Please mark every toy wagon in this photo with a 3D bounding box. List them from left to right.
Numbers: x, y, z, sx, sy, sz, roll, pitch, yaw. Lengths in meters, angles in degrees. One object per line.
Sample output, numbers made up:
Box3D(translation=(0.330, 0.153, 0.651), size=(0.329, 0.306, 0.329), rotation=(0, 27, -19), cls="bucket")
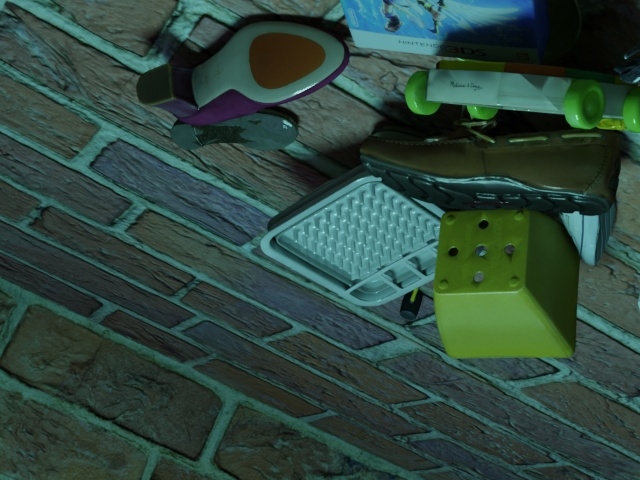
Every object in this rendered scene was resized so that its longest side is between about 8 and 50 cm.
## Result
Box3D(translation=(0.287, -0.179, 1.396), size=(0.344, 0.068, 0.267), rotation=(-2, -170, -42), cls="toy wagon")

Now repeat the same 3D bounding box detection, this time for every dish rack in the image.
Box3D(translation=(0.089, -0.015, 1.913), size=(0.286, 0.072, 0.333), rotation=(-29, 141, 30), cls="dish rack")

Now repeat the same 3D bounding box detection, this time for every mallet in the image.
Box3D(translation=(0.191, 0.101, 2.229), size=(0.039, 0.062, 0.189), rotation=(17, 156, 5), cls="mallet")

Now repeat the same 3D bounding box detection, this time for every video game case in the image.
Box3D(translation=(0.132, -0.314, 1.282), size=(0.244, 0.061, 0.269), rotation=(10, 155, 21), cls="video game case")

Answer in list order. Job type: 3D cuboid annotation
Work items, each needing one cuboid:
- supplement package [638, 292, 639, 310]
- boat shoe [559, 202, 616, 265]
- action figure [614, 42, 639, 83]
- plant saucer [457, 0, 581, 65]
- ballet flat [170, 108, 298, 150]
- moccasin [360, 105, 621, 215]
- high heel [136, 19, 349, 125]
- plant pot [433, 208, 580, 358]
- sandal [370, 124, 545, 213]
Box3D(translation=(0.552, 0.046, 1.663), size=(0.105, 0.179, 0.105), rotation=(8, 154, 29), cls="supplement package")
Box3D(translation=(0.409, -0.051, 1.720), size=(0.076, 0.083, 0.226), rotation=(23, 148, 26), cls="boat shoe")
Box3D(translation=(0.448, -0.205, 1.265), size=(0.276, 0.140, 0.164), rotation=(20, 165, -41), cls="action figure")
Box3D(translation=(0.207, -0.300, 1.377), size=(0.241, 0.037, 0.241), rotation=(18, 157, 8), cls="plant saucer")
Box3D(translation=(-0.144, -0.194, 1.887), size=(0.250, 0.058, 0.084), rotation=(-1, 127, 30), cls="ballet flat")
Box3D(translation=(0.243, -0.126, 1.621), size=(0.380, 0.147, 0.139), rotation=(3, 165, 27), cls="moccasin")
Box3D(translation=(-0.088, -0.251, 1.698), size=(0.377, 0.127, 0.181), rotation=(-1, 177, 33), cls="high heel")
Box3D(translation=(0.279, 0.054, 1.749), size=(0.212, 0.212, 0.187), rotation=(-4, 153, 26), cls="plant pot")
Box3D(translation=(0.213, -0.093, 1.758), size=(0.303, 0.086, 0.120), rotation=(19, 157, 5), cls="sandal")
